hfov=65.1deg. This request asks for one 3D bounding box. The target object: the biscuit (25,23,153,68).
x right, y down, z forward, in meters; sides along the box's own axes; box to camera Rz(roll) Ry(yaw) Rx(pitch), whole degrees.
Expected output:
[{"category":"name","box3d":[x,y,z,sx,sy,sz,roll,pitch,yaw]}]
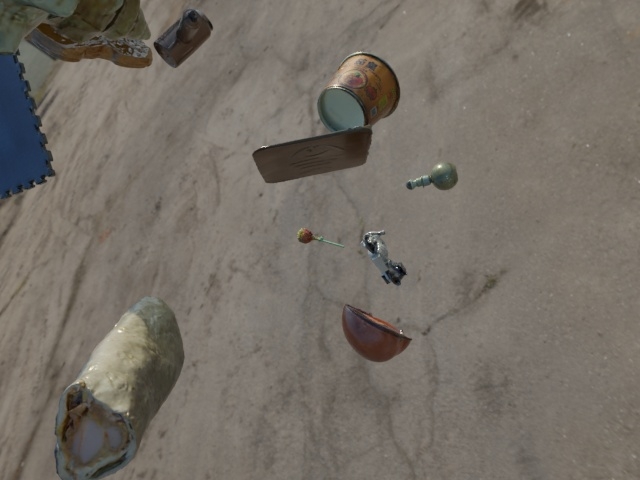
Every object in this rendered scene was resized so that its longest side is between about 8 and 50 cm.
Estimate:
[{"category":"biscuit","box3d":[-0.504,-0.451,0.996,0.051,0.375,0.269,-54,5,40]}]

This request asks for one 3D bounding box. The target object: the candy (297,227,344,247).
[{"category":"candy","box3d":[0.000,0.000,1.935,0.200,0.060,0.061,15,70,20]}]

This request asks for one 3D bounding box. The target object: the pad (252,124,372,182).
[{"category":"pad","box3d":[-0.016,-0.208,1.258,0.286,0.284,0.018,-12,82,-1]}]

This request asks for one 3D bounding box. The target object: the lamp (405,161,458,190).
[{"category":"lamp","box3d":[0.353,-0.194,1.599,0.163,0.091,0.091,-14,48,15]}]

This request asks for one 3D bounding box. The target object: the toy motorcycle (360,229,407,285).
[{"category":"toy motorcycle","box3d":[0.213,0.053,1.726,0.102,0.221,0.150,-30,19,21]}]

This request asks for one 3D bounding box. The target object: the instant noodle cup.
[{"category":"instant noodle cup","box3d":[0.102,-0.411,1.461,0.215,0.216,0.172,-9,33,47]}]

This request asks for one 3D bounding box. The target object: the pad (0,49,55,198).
[{"category":"pad","box3d":[-0.449,-0.165,0.603,0.268,0.012,0.270,-13,94,21]}]

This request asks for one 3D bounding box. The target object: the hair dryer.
[{"category":"hair dryer","box3d":[-0.248,-0.400,0.948,0.117,0.064,0.181,-48,21,-13]}]

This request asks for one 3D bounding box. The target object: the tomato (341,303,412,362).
[{"category":"tomato","box3d":[0.132,0.260,1.367,0.199,0.228,0.112,28,88,39]}]

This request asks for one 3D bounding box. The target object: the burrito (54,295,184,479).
[{"category":"burrito","box3d":[-0.272,0.197,0.718,0.105,0.143,0.299,-8,14,0]}]

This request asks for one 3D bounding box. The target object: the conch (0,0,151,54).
[{"category":"conch","box3d":[-0.288,-0.255,0.443,0.203,0.386,0.170,24,108,21]}]
